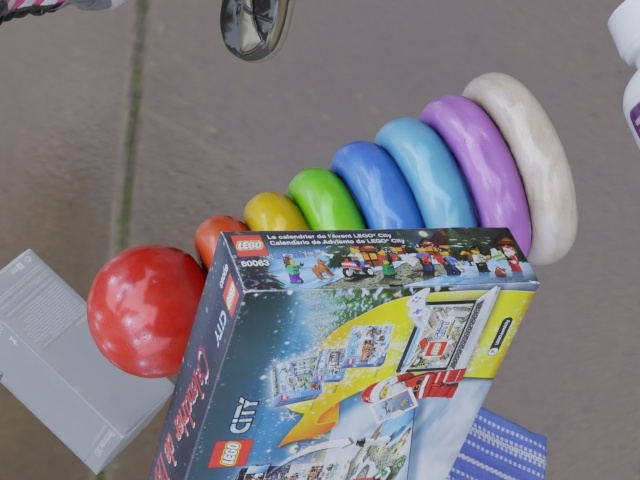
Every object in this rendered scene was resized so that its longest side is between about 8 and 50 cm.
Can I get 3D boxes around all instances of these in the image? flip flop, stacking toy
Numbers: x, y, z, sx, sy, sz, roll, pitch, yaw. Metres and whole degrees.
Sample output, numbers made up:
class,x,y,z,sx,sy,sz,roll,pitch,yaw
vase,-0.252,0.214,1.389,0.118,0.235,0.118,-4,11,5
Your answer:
class,x,y,z,sx,sy,sz,roll,pitch,yaw
flip flop,-0.024,-0.309,1.598,0.112,0.080,0.277,10,85,48
stacking toy,0.000,0.000,1.064,0.330,0.141,0.141,-20,80,-11

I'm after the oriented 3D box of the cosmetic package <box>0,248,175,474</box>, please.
class,x,y,z,sx,sy,sz,roll,pitch,yaw
cosmetic package,-0.293,0.139,1.799,0.238,0.107,0.127,44,144,7

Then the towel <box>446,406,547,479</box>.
class,x,y,z,sx,sy,sz,roll,pitch,yaw
towel,0.136,0.299,1.560,0.040,0.243,0.336,-33,39,43

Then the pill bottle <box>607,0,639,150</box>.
class,x,y,z,sx,sy,sz,roll,pitch,yaw
pill bottle,0.383,-0.097,1.456,0.169,0.169,0.301,-27,75,20

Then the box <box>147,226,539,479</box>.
class,x,y,z,sx,sy,sz,roll,pitch,yaw
box,0.001,0.093,0.834,0.044,0.159,0.233,-114,33,-43

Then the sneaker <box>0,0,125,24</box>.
class,x,y,z,sx,sy,sz,roll,pitch,yaw
sneaker,-0.224,-0.166,0.994,0.178,0.295,0.124,-43,77,0
